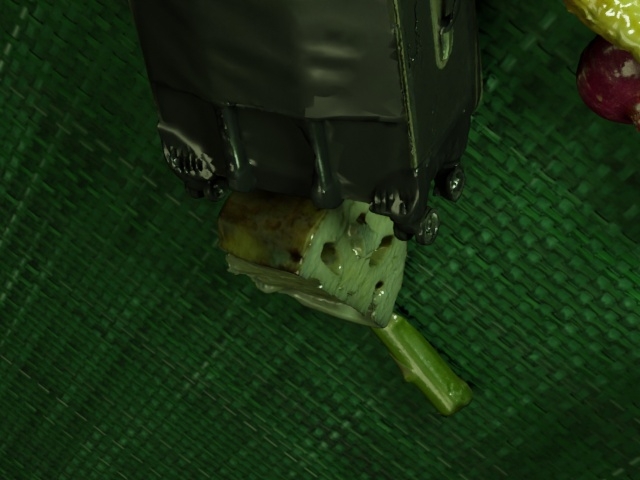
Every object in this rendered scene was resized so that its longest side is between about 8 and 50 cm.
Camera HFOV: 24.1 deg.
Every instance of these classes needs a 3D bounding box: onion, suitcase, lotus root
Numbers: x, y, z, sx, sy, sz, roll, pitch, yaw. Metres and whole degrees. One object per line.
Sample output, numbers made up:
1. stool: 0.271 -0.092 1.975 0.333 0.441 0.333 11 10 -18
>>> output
1. onion: 0.252 -0.129 1.171 0.107 0.097 0.107 -5 163 -2
2. suitcase: -0.015 -0.218 1.191 0.283 0.194 0.434 11 135 26
3. lotus root: 0.000 0.000 1.425 0.119 0.138 0.235 23 169 26

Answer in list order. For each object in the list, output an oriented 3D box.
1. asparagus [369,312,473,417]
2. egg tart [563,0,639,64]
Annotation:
1. asparagus: 0.089 0.109 1.562 0.045 0.041 0.178 -35 102 28
2. egg tart: 0.278 -0.245 1.024 0.294 0.123 0.294 16 134 17
